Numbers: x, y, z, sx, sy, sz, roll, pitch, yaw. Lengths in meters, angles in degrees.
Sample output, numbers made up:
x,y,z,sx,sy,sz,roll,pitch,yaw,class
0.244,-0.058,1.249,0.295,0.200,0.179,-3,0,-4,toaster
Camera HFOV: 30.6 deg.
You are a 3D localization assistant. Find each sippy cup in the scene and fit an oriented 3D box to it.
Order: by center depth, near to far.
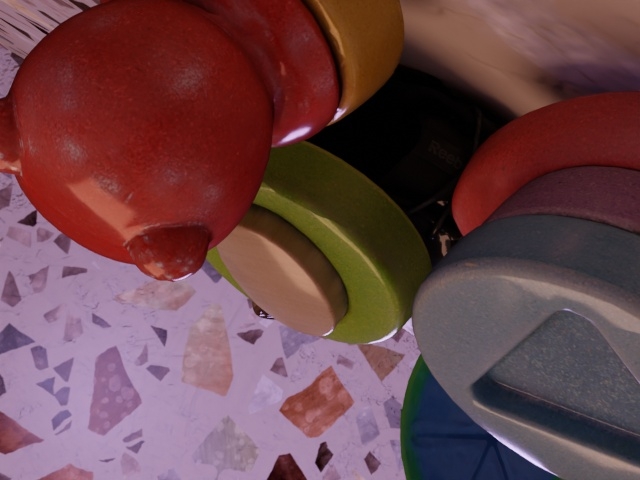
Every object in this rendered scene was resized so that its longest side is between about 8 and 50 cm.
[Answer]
x,y,z,sx,sy,sz,roll,pitch,yaw,class
0.233,0.188,1.121,0.224,0.240,0.305,7,-155,-35,sippy cup

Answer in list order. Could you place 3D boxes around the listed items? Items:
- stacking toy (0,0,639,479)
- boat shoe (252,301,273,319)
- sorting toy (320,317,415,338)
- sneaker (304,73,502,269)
x,y,z,sx,sy,sz,roll,pitch,yaw,class
0.023,0.029,0.470,0.309,0.130,0.279,29,152,11,stacking toy
0.000,0.000,1.056,0.122,0.110,0.341,1,163,-3,boat shoe
0.094,0.043,0.944,0.307,0.041,0.229,-2,160,33,sorting toy
0.083,-0.006,0.581,0.286,0.109,0.130,27,168,15,sneaker
